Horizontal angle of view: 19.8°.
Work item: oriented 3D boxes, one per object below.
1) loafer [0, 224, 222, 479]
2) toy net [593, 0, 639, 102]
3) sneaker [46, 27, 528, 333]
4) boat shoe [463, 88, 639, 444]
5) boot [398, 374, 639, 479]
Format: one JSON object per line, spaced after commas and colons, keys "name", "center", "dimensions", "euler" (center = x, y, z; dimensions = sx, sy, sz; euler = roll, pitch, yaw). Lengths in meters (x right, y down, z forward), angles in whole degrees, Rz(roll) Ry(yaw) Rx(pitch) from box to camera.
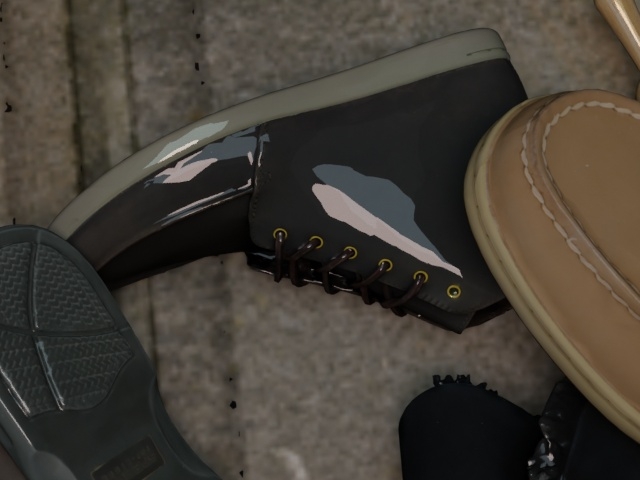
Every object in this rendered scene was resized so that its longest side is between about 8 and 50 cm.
{"name": "loafer", "center": [-0.087, 0.125, 0.749], "dimensions": [0.096, 0.084, 0.267], "euler": [-22, 86, -38]}
{"name": "toy net", "center": [0.177, -0.091, 0.834], "dimensions": [0.122, 0.045, 0.232], "euler": [12, 75, -1]}
{"name": "sneaker", "center": [0.000, 0.000, 0.777], "dimensions": [0.222, 0.083, 0.118], "euler": [-23, 79, -8]}
{"name": "boat shoe", "center": [0.207, 0.048, 0.677], "dimensions": [0.341, 0.110, 0.121], "euler": [38, 60, 6]}
{"name": "boot", "center": [0.146, 0.151, 0.702], "dimensions": [0.247, 0.094, 0.207], "euler": [10, 47, -2]}
